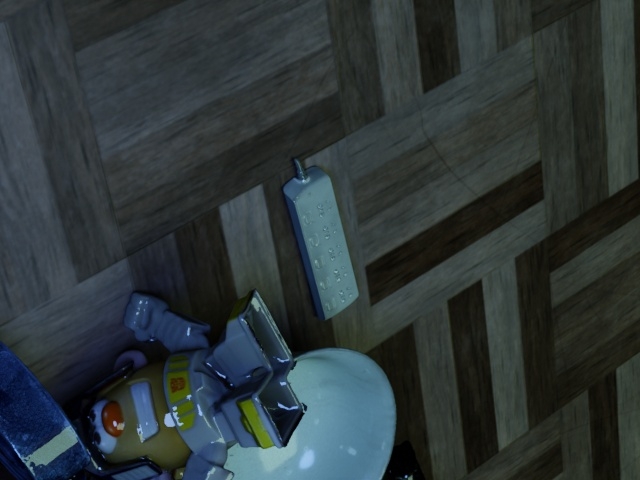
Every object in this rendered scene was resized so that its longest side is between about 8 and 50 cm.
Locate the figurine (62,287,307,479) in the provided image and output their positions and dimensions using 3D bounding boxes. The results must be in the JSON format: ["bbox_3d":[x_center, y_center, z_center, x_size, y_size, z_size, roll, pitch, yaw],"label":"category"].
[{"bbox_3d":[-0.162,0.195,1.777,0.308,0.308,0.143,-52,127,-9],"label":"figurine"}]

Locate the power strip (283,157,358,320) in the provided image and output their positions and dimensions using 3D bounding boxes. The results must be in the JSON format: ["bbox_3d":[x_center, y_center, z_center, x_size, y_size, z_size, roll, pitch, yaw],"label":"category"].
[{"bbox_3d":[0.000,0.000,1.995,0.060,0.027,0.253,-35,131,-24],"label":"power strip"}]

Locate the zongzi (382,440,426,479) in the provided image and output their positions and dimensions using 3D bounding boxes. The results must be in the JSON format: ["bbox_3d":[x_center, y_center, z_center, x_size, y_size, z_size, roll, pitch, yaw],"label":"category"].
[{"bbox_3d":[0.053,0.529,2.209,0.362,0.319,0.383,-32,113,-14],"label":"zongzi"}]

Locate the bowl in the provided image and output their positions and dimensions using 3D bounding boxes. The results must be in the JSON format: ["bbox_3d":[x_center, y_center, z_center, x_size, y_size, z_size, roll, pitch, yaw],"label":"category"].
[{"bbox_3d":[-0.066,0.250,1.982,0.313,0.146,0.313,-22,126,-35],"label":"bowl"}]

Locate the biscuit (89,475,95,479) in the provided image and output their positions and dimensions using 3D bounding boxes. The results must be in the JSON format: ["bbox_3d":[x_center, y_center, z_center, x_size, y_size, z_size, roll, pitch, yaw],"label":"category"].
[{"bbox_3d":[-0.258,0.394,1.938,0.106,0.070,0.252,-6,114,-42],"label":"biscuit"}]

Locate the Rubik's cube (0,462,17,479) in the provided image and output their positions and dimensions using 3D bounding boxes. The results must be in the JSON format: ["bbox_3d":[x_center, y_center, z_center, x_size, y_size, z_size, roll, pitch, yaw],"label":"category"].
[{"bbox_3d":[-0.443,0.382,1.558,0.362,0.363,0.359,36,84,-48],"label":"Rubik's cube"}]

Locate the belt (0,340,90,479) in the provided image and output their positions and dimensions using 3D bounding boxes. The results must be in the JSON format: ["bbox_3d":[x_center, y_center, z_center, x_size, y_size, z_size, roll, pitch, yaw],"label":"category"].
[{"bbox_3d":[-0.321,0.190,1.688,0.082,0.190,0.141,-38,154,-21],"label":"belt"}]
